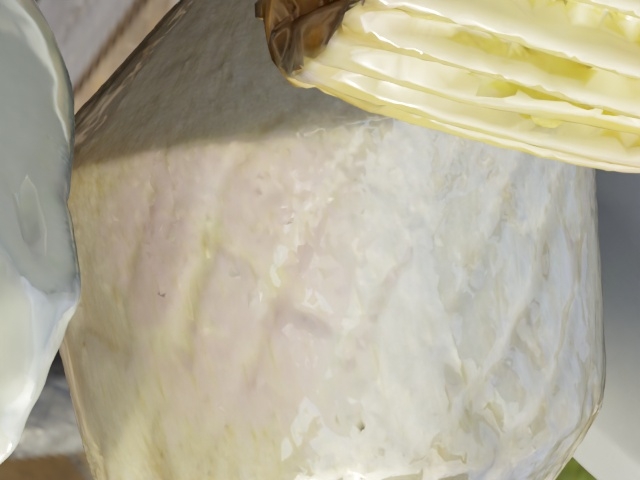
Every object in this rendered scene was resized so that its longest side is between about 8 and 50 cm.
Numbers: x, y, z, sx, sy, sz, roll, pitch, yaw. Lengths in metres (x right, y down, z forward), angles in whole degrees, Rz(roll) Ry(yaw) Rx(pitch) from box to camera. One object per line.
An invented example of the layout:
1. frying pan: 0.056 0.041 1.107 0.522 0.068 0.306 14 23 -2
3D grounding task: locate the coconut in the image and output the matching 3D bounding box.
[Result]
1. coconut: 0.000 0.000 0.827 0.329 0.328 0.329 17 90 -70

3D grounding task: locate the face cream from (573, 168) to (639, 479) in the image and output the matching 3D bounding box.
1. face cream: 0.243 0.004 0.992 0.312 0.357 0.219 -16 143 -13

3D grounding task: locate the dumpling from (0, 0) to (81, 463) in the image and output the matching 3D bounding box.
1. dumpling: -0.148 -0.011 0.414 0.179 0.252 0.131 -52 150 14

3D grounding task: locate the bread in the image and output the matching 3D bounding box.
1. bread: 0.090 -0.160 0.394 0.204 0.156 0.288 175 -75 -74
